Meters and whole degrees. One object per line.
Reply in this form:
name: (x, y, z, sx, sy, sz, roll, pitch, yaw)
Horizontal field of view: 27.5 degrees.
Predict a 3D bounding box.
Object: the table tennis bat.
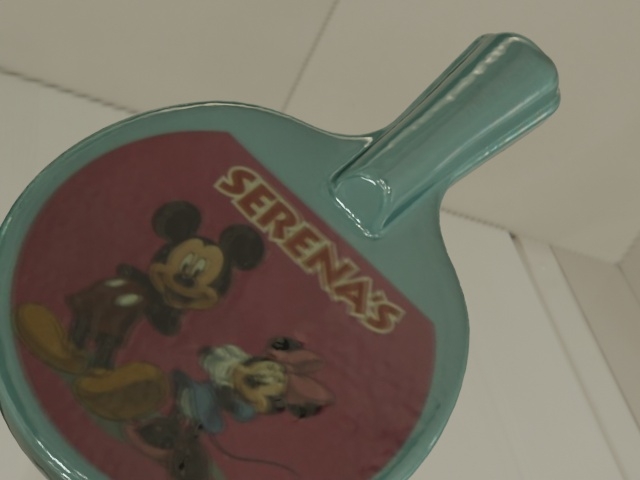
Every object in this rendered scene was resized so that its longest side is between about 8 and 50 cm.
table tennis bat: (0.000, 0.000, 0.440, 0.153, 0.244, 0.040, 45, 149, 9)
